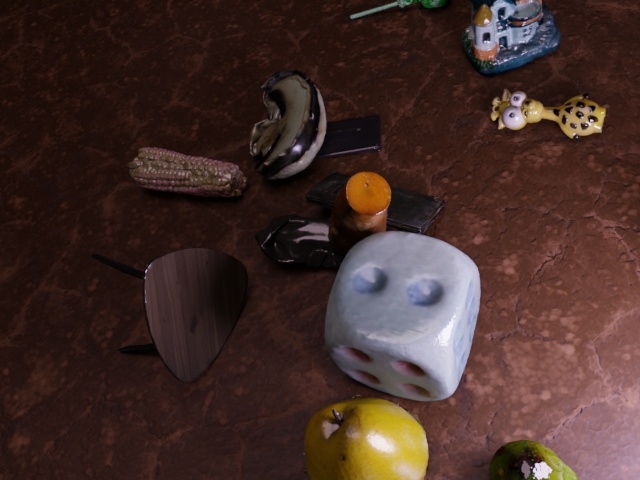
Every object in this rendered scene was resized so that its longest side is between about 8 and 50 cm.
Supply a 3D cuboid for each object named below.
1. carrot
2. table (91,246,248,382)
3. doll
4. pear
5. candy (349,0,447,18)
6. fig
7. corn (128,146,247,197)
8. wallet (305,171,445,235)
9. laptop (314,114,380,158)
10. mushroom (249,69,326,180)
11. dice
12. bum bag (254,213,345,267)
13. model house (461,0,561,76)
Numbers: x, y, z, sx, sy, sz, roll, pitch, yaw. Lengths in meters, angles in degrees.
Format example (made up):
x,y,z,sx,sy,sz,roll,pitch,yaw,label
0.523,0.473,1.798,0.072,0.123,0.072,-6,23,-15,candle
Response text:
x,y,z,sx,sy,sz,roll,pitch,yaw,label
0.088,-0.052,1.562,0.138,0.302,0.139,2,68,-5,carrot
-0.363,0.132,1.701,0.249,0.317,0.317,7,57,37,table
0.573,-0.322,1.803,0.290,0.086,0.117,13,90,25,doll
0.072,0.400,1.397,0.266,0.178,0.267,-7,59,13,pear
0.243,-0.732,2.202,0.323,0.097,0.097,-11,53,20,candy
0.401,0.436,1.329,0.156,0.123,0.123,14,52,-21,fig
-0.368,-0.178,1.967,0.335,0.127,0.127,13,61,20,corn
0.135,-0.098,1.764,0.316,0.044,0.169,19,36,25,wallet
0.070,-0.289,1.971,0.197,0.016,0.135,-6,53,12,laptop
-0.089,-0.310,1.973,0.247,0.130,0.344,-30,46,26,mushroom
0.175,0.158,1.473,0.262,0.268,0.265,11,59,23,dice
0.000,0.000,1.749,0.326,0.080,0.142,5,64,5,bum bag
0.504,-0.628,1.913,0.253,0.291,0.185,-18,48,4,model house
